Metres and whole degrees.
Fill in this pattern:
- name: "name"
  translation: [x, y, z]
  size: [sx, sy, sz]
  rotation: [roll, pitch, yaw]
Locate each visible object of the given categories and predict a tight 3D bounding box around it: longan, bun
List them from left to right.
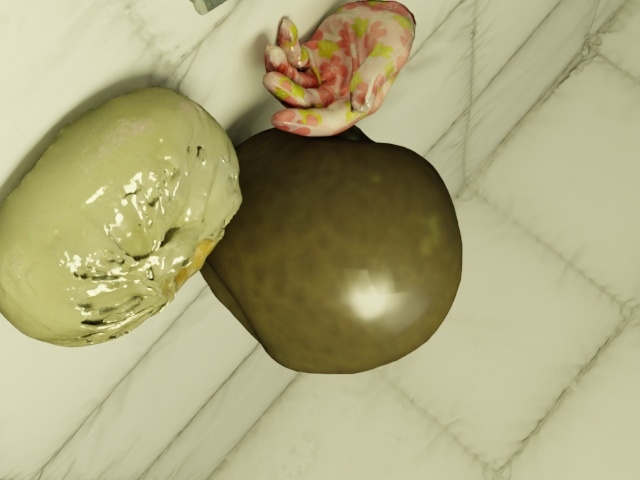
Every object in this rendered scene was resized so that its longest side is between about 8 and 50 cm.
- name: "bun"
  translation: [-0.185, -0.004, 0.916]
  size: [0.287, 0.146, 0.287]
  rotation: [-44, 164, -16]
- name: "longan"
  translation: [0.000, 0.000, 1.089]
  size: [0.288, 0.350, 0.288]
  rotation: [-30, 137, -33]

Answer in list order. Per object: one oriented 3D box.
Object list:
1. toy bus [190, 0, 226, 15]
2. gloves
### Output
- name: "toy bus"
  translation: [-0.026, -0.299, 0.752]
  size: [0.268, 0.106, 0.092]
  rotation: [-44, 164, -13]
- name: "gloves"
  translation: [0.017, -0.186, 1.056]
  size: [0.241, 0.145, 0.126]
  rotation: [-51, 165, -30]
